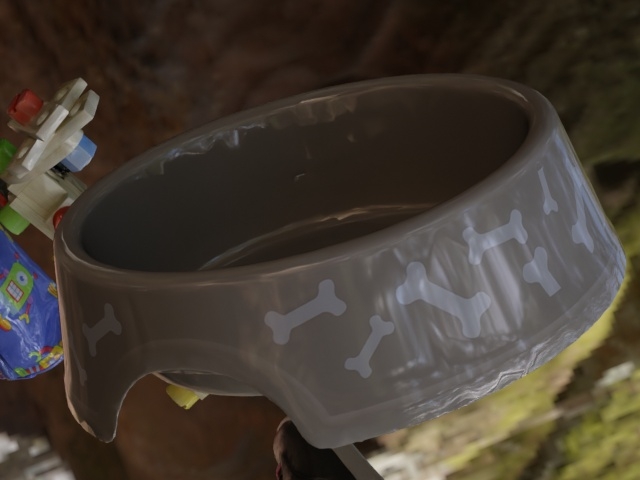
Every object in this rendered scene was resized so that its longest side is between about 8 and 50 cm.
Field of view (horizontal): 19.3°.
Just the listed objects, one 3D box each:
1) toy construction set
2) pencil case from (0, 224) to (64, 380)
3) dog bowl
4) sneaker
[{"bbox_3d":[-0.205,-0.007,1.759,0.328,0.151,0.215,57,2,-25],"label":"toy construction set"},{"bbox_3d":[-0.375,0.028,1.954,0.306,0.119,0.133,52,42,-41],"label":"pencil case"},{"bbox_3d":[0.000,0.000,1.125,0.349,0.348,0.102,-139,-148,-66],"label":"dog bowl"},{"bbox_3d":[-0.023,0.232,1.525,0.104,0.147,0.296,65,-11,-22],"label":"sneaker"}]
